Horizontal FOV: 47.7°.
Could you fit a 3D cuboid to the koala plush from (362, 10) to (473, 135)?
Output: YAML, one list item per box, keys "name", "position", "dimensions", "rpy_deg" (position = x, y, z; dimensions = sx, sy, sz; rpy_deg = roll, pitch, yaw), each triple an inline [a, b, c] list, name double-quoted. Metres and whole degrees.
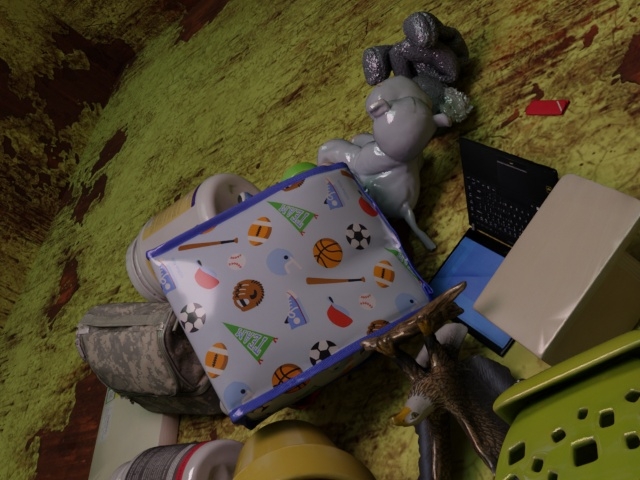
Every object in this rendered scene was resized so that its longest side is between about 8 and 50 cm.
- name: "koala plush"
  position: [0.222, -0.310, 1.476]
  dimensions: [0.196, 0.203, 0.221]
  rpy_deg: [-30, 60, 47]

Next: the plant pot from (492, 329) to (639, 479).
- name: "plant pot"
  position: [0.324, 0.242, 0.769]
  dimensions: [0.227, 0.228, 0.207]
  rpy_deg: [-35, 32, 29]

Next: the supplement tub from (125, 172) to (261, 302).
- name: "supplement tub"
  position: [-0.289, 0.010, 1.742]
  dimensions: [0.331, 0.241, 0.241]
  rpy_deg: [-29, 40, 34]

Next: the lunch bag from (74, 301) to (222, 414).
- name: "lunch bag"
  position: [-0.342, 0.230, 1.542]
  dimensions: [0.305, 0.256, 0.212]
  rpy_deg: [-5, 50, 35]

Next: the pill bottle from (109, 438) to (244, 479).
- name: "pill bottle"
  position: [-0.265, 0.470, 1.351]
  dimensions: [0.318, 0.176, 0.176]
  rpy_deg: [-20, 46, 42]

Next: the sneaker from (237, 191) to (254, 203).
- name: "sneaker"
  position: [-0.092, -0.048, 1.616]
  dimensions: [0.081, 0.211, 0.080]
  rpy_deg: [-54, -10, 3]

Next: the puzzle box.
- name: "puzzle box"
  position: [-0.433, 0.392, 1.753]
  dimensions: [0.272, 0.052, 0.409]
  rpy_deg: [-34, 38, 30]

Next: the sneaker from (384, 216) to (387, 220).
- name: "sneaker"
  position: [0.000, 0.000, 1.466]
  dimensions: [0.350, 0.148, 0.131]
  rpy_deg: [-55, 32, -2]

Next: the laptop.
- name: "laptop"
  position: [0.255, 0.000, 1.149]
  dimensions: [0.136, 0.264, 0.234]
  rpy_deg: [-22, 28, -18]

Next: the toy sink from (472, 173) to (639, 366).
- name: "toy sink"
  position: [0.352, 0.052, 0.985]
  dimensions: [0.234, 0.131, 0.153]
  rpy_deg: [-57, 32, 5]

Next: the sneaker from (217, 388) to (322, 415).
- name: "sneaker"
  position: [-0.093, 0.281, 1.383]
  dimensions: [0.270, 0.090, 0.145]
  rpy_deg: [-43, 32, 13]

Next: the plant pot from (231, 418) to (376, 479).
- name: "plant pot"
  position: [-0.034, 0.395, 1.085]
  dimensions: [0.254, 0.254, 0.239]
  rpy_deg: [-51, 17, 5]

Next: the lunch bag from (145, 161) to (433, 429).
- name: "lunch bag"
  position: [-0.037, 0.085, 1.231]
  dimensions: [0.385, 0.239, 0.328]
  rpy_deg: [-31, 75, -5]

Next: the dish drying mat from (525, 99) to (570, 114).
- name: "dish drying mat"
  position: [0.405, -0.238, 1.295]
  dimensions: [0.083, 0.008, 0.032]
  rpy_deg: [17, 75, 56]

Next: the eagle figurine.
- name: "eagle figurine"
  position: [0.179, 0.243, 1.011]
  dimensions: [0.225, 0.298, 0.226]
  rpy_deg: [-25, -13, -17]

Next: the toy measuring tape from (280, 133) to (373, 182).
- name: "toy measuring tape"
  position: [0.007, -0.165, 1.642]
  dimensions: [0.330, 0.121, 0.121]
  rpy_deg: [-48, 33, 10]

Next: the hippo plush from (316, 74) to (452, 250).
- name: "hippo plush"
  position: [0.106, -0.172, 1.338]
  dimensions: [0.294, 0.234, 0.236]
  rpy_deg: [-90, 5, -46]
